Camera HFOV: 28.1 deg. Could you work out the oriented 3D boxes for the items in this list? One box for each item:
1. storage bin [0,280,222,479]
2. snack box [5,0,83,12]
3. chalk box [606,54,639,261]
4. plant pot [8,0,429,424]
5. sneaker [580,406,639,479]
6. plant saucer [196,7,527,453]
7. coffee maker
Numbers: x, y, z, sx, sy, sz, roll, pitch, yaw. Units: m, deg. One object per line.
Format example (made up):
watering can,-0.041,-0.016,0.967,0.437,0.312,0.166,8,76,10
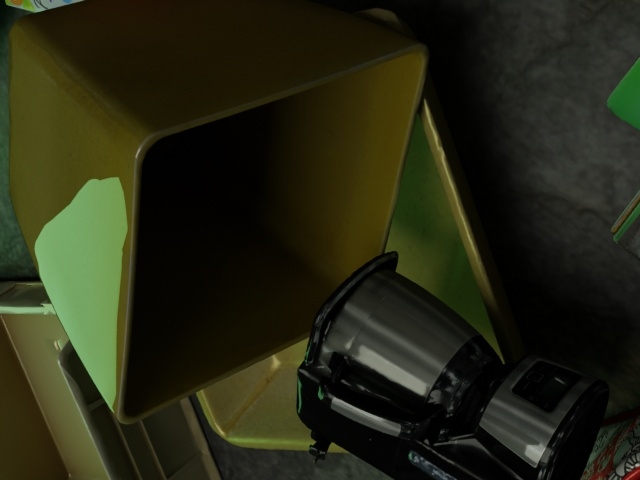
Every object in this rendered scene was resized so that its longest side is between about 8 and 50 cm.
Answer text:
storage bin,-0.256,0.177,1.259,0.262,0.123,0.260,-2,115,42
snack box,-0.198,-0.225,1.011,0.141,0.037,0.100,20,126,32
chalk box,0.256,-0.033,0.681,0.213,0.132,0.132,43,137,12
plant pot,-0.087,-0.052,0.806,0.187,0.212,0.212,39,136,32
sneaker,0.203,0.179,0.850,0.090,0.145,0.270,46,137,7
plant saucer,0.000,0.000,0.957,0.332,0.081,0.333,-5,112,42
coffee maker,0.085,0.116,0.835,0.178,0.120,0.171,32,156,23
